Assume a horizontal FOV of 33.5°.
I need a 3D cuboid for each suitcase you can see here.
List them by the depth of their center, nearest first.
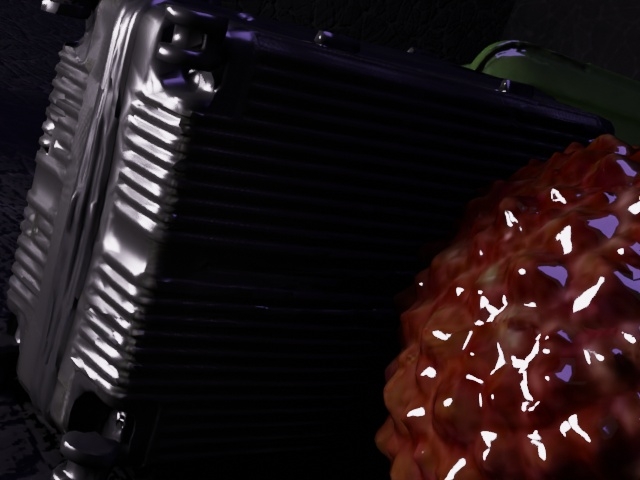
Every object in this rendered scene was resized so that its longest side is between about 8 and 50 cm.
[{"bbox_3d":[0.000,0.000,0.599,0.335,0.230,0.152,5,17,-41],"label":"suitcase"}]

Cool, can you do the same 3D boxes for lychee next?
[{"bbox_3d":[0.155,0.081,0.471,0.264,0.264,0.300,13,11,-24],"label":"lychee"}]

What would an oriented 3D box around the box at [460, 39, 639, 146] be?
[{"bbox_3d":[0.240,-0.041,1.081,0.328,0.253,0.178,16,2,-18],"label":"box"}]
